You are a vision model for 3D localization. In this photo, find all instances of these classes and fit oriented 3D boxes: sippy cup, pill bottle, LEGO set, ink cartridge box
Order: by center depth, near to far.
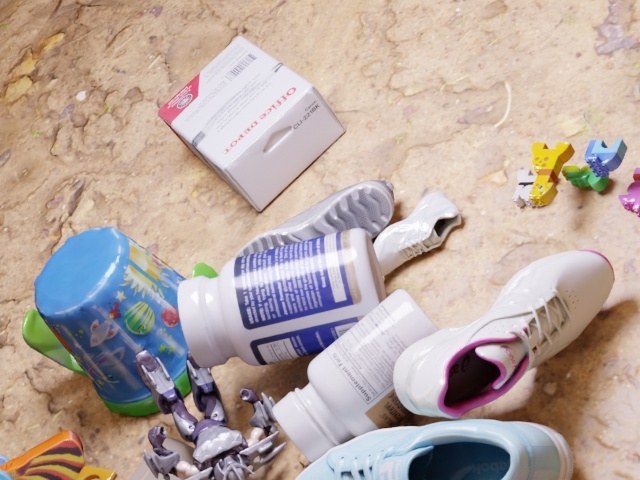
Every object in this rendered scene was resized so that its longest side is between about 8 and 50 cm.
[{"bbox_3d":[0.058,0.180,1.851,0.229,0.131,0.131,-40,38,1],"label":"pill bottle"},{"bbox_3d":[0.329,-0.073,1.905,0.227,0.087,0.093,1,54,42],"label":"LEGO set"},{"bbox_3d":[-0.049,0.084,1.969,0.264,0.153,0.153,-14,43,8],"label":"pill bottle"},{"bbox_3d":[-0.294,0.104,2.148,0.305,0.224,0.240,-39,38,2],"label":"sippy cup"},{"bbox_3d":[-0.115,-0.195,2.374,0.197,0.114,0.273,-43,37,-4],"label":"ink cartridge box"}]

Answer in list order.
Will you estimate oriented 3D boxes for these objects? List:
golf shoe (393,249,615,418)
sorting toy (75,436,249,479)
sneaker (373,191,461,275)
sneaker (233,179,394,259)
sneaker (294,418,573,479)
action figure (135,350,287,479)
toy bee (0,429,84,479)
[{"bbox_3d":[0.236,0.120,1.733,0.306,0.115,0.140,-35,12,-6],"label":"golf shoe"},{"bbox_3d":[-0.206,0.368,1.964,0.347,0.047,0.196,15,57,44],"label":"sorting toy"},{"bbox_3d":[0.131,-0.004,2.032,0.152,0.054,0.061,-43,41,-4],"label":"sneaker"},{"bbox_3d":[0.000,0.000,2.131,0.281,0.105,0.115,-27,6,24],"label":"sneaker"},{"bbox_3d":[0.098,0.269,1.689,0.366,0.150,0.135,-19,69,26],"label":"sneaker"},{"bbox_3d":[-0.158,0.248,1.959,0.185,0.099,0.285,-16,32,-17],"label":"action figure"},{"bbox_3d":[-0.470,0.391,2.109,0.298,0.162,0.195,-14,12,13],"label":"toy bee"}]
